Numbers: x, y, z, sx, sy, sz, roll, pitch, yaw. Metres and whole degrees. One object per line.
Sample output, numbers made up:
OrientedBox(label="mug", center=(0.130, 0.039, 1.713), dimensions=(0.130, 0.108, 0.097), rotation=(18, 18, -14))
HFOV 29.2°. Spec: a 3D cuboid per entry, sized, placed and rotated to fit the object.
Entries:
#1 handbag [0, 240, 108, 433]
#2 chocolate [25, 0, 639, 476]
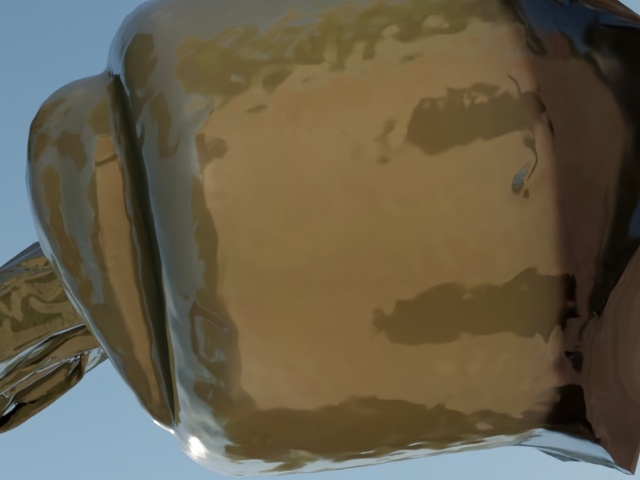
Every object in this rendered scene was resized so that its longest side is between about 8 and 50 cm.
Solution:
OrientedBox(label="handbag", center=(-0.238, 0.074, 1.013), dimensions=(0.109, 0.316, 0.253), rotation=(50, -132, 5))
OrientedBox(label="chocolate", center=(0.000, 0.000, 0.706), dimensions=(0.297, 0.326, 0.314), rotation=(-18, -48, -20))
